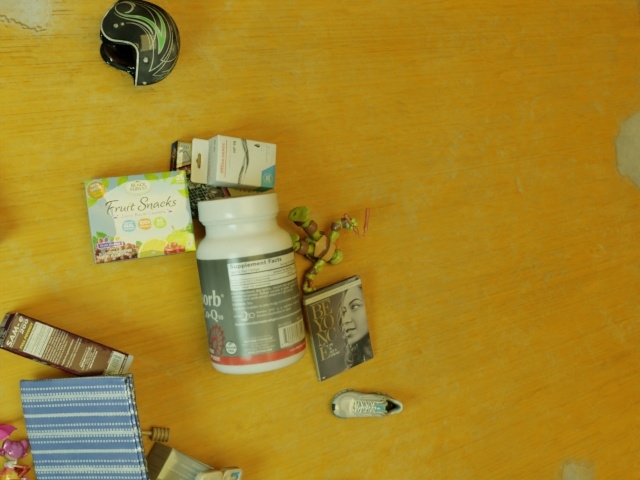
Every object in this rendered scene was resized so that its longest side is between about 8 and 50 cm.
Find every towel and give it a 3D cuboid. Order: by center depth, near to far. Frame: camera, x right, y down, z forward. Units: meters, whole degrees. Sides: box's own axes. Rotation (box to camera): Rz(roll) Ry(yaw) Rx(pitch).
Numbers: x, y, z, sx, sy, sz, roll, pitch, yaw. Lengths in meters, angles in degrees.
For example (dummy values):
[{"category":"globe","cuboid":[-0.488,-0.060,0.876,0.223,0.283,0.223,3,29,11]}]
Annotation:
[{"category":"towel","cuboid":[-0.437,0.418,1.443,0.040,0.243,0.336,-34,117,-73]}]

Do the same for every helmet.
[{"category":"helmet","cuboid":[-0.374,-0.414,1.589,0.161,0.169,0.169,31,70,-7]}]

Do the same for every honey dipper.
[{"category":"honey dipper","cuboid":[-0.394,0.397,1.578,0.160,0.030,0.031,14,78,-25]}]

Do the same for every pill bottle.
[{"category":"pill bottle","cuboid":[-0.154,0.086,1.624,0.210,0.210,0.363,-10,96,-31]}]

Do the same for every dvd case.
[{"category":"dvd case","cuboid":[0.045,0.211,1.834,0.164,0.018,0.221,-19,106,-30]}]

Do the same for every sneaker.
[{"category":"sneaker","cuboid":[0.119,0.400,1.847,0.190,0.083,0.071,3,86,-29]}]

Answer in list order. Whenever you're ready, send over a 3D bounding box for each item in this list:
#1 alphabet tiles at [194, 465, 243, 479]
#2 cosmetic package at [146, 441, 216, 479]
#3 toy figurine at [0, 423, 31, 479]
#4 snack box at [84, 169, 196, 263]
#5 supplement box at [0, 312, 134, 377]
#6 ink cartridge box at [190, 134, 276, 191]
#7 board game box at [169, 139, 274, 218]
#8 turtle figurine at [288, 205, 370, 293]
[{"category":"alphabet tiles","cuboid":[-0.242,0.609,1.566,0.278,0.021,0.284,16,89,-57]},{"category":"cosmetic package","cuboid":[-0.332,0.553,1.555,0.127,0.107,0.238,36,66,-27]},{"category":"toy figurine","cuboid":[-0.593,0.427,1.420,0.173,0.130,0.159,26,61,-49]},{"category":"snack box","cuboid":[-0.376,-0.049,1.580,0.207,0.070,0.175,-7,89,-17]},{"category":"supplement box","cuboid":[-0.500,0.214,1.472,0.239,0.130,0.073,27,72,-25]},{"category":"ink cartridge box","cuboid":[-0.192,-0.171,1.680,0.180,0.060,0.104,5,83,-30]},{"category":"board game box","cuboid":[-0.222,-0.125,1.719,0.243,0.042,0.165,7,82,-30]},{"category":"turtle figurine","cuboid":[0.000,0.000,1.804,0.217,0.087,0.270,36,84,-47]}]
